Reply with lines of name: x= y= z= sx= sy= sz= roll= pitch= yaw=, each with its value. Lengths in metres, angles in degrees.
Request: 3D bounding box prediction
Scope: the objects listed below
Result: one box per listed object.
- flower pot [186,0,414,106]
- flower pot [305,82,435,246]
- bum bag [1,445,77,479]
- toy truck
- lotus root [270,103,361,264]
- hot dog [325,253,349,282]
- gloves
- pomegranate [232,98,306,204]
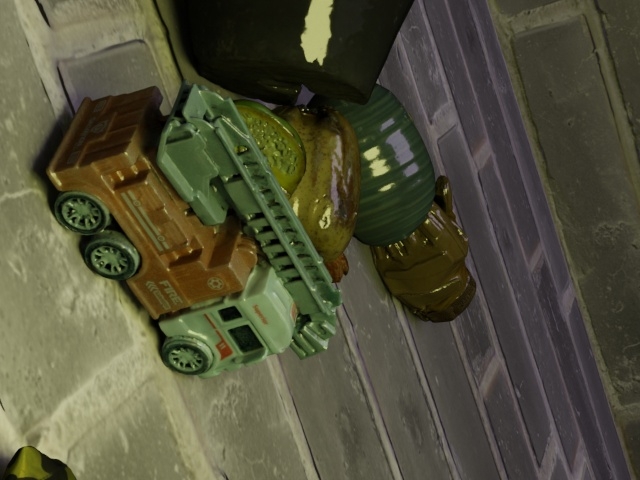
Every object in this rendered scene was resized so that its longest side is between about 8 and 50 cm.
flower pot: x=-0.036 y=-0.309 z=1.347 sx=0.379 sy=0.379 sz=0.251 roll=20 pitch=80 yaw=-64
flower pot: x=0.066 y=-0.111 z=1.574 sx=0.243 sy=0.157 sz=0.189 roll=62 pitch=-3 yaw=-15
bum bag: x=-0.197 y=0.270 z=0.885 sx=0.106 sy=0.060 sz=0.233 roll=-41 pitch=116 yaw=-75
toy truck: x=-0.105 y=0.004 z=1.104 sx=0.338 sy=0.184 sz=0.133 roll=59 pitch=28 yaw=-34
lotus root: x=-0.025 y=-0.040 z=1.381 sx=0.154 sy=0.154 sz=0.278 roll=35 pitch=53 yaw=-57
hot dog: x=-0.002 y=0.002 z=1.512 sx=0.147 sy=0.065 sz=0.099 roll=45 pitch=28 yaw=-47
gloves: x=0.162 y=0.015 z=1.784 sx=0.331 sy=0.154 sz=0.141 roll=60 pitch=24 yaw=-48
pomegranate: x=-0.100 y=-0.074 z=1.267 sx=0.143 sy=0.122 sz=0.169 roll=25 pitch=87 yaw=-27
